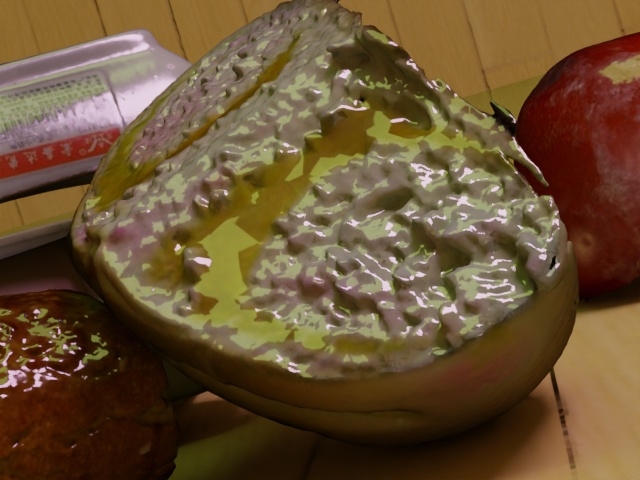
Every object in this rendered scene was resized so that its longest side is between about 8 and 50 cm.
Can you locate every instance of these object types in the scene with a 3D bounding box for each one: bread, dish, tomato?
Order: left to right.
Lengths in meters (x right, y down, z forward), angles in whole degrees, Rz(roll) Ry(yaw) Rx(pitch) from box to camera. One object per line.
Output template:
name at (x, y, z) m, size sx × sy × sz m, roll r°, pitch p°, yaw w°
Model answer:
bread at (-0.156, 0.081, 0.735) m, size 0.172 × 0.103 × 0.132 m, roll -16°, pitch 12°, yaw -29°
dish at (-0.149, -0.044, 0.899) m, size 0.212 × 0.077 × 0.151 m, roll -17°, pitch 3°, yaw -16°
bread at (0.007, 0.008, 0.743) m, size 0.158 × 0.156 × 0.260 m, roll -41°, pitch 17°, yaw 0°
tomato at (0.149, -0.056, 0.912) m, size 0.159 × 0.091 × 0.139 m, roll -43°, pitch 12°, yaw 5°

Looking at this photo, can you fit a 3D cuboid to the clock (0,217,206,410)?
clock at (-0.186, 0.057, 0.979) m, size 0.284 × 0.114 × 0.309 m, roll -19°, pitch 6°, yaw -9°
